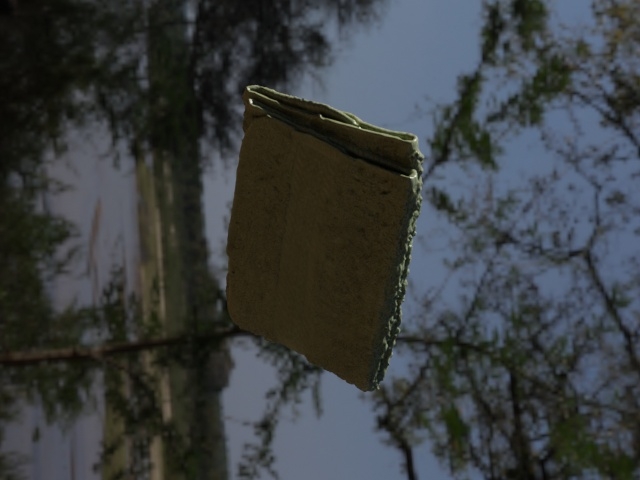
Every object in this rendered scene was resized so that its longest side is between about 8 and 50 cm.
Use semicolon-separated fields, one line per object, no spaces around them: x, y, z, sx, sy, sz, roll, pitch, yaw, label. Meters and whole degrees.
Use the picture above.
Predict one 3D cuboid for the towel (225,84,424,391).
0.000;0.000;0.581;0.027;0.110;0.148;-31;137;-46;towel
